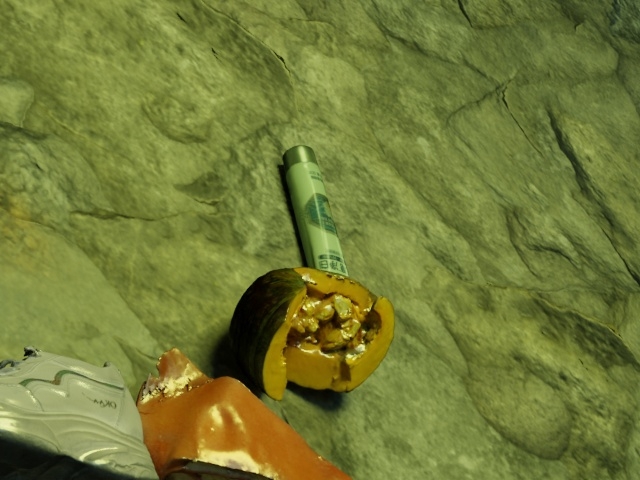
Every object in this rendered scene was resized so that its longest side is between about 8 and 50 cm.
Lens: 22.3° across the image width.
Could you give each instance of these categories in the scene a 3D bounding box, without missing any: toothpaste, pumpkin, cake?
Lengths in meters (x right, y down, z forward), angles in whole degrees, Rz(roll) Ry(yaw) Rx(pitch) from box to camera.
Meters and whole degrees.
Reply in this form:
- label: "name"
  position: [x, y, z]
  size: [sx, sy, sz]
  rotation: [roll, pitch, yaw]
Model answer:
- label: "toothpaste"
  position: [0.000, 0.000, 1.750]
  size: [0.062, 0.039, 0.239]
  rotation: [21, 43, -42]
- label: "pumpkin"
  position: [-0.022, 0.084, 1.575]
  size: [0.107, 0.119, 0.183]
  rotation: [24, 12, 39]
- label: "cake"
  position: [-0.049, 0.221, 1.422]
  size: [0.287, 0.098, 0.135]
  rotation: [35, 29, -5]

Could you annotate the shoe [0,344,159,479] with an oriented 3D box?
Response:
- label: "shoe"
  position: [-0.243, 0.138, 1.313]
  size: [0.245, 0.095, 0.138]
  rotation: [21, 38, -37]
